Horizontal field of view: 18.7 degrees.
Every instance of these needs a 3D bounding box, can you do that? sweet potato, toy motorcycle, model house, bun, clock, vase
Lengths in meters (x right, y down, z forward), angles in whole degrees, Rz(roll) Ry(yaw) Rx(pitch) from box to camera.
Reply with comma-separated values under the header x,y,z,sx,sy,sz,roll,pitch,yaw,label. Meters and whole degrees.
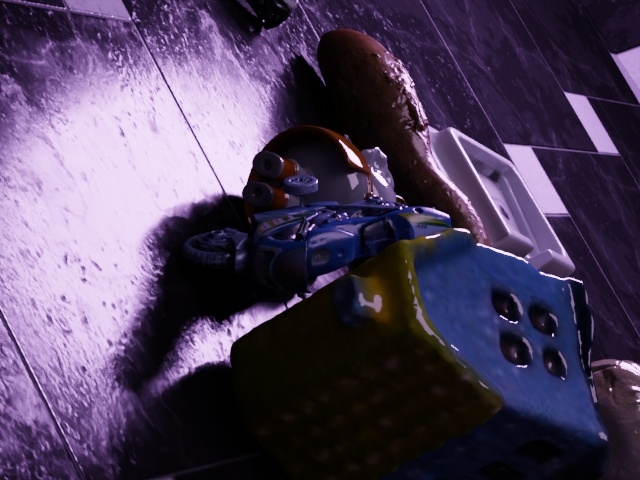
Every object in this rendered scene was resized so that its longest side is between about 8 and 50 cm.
x,y,z,sx,sy,sz,roll,pitch,yaw,label
0.092,-0.120,2.295,0.109,0.109,0.385,24,30,-53,sweet potato
0.000,0.000,1.840,0.254,0.092,0.135,-12,22,-30,toy motorcycle
0.082,0.115,1.765,0.303,0.237,0.215,26,46,-39,model house
0.359,0.211,2.204,0.173,0.113,0.166,58,20,-4,bun
0.196,-0.039,2.426,0.262,0.116,0.231,26,36,-54,clock
-0.099,-0.323,2.275,0.167,0.059,0.059,44,25,-27,vase

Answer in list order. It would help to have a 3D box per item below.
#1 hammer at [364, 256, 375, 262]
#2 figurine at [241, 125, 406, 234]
x,y,z,sx,sy,sz,roll,pitch,yaw,label
0.065,0.017,2.174,0.137,0.037,0.290,40,27,-34,hammer
0.017,-0.038,2.009,0.271,0.143,0.143,19,42,-42,figurine
